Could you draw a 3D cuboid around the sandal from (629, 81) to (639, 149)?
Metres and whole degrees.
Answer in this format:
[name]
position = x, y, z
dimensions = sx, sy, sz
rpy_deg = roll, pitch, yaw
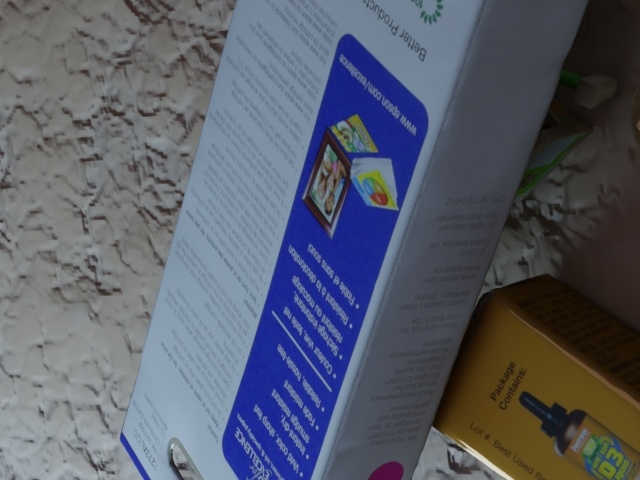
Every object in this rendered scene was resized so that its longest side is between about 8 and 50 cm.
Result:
[sandal]
position = 0.230, -0.017, 0.761
dimensions = 0.240, 0.079, 0.088
rpy_deg = 23, 110, 27

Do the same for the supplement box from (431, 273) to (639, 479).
[supplement box]
position = 0.163, 0.109, 0.828
dimensions = 0.233, 0.080, 0.078
rpy_deg = 36, 115, 20

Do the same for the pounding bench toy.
[pounding bench toy]
position = 0.090, -0.066, 0.855
dimensions = 0.083, 0.052, 0.065
rpy_deg = -46, 74, 29

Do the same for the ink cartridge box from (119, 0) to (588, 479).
[ink cartridge box]
position = 0.000, 0.000, 0.862
dimensions = 0.176, 0.069, 0.371
rpy_deg = 50, 131, 44
